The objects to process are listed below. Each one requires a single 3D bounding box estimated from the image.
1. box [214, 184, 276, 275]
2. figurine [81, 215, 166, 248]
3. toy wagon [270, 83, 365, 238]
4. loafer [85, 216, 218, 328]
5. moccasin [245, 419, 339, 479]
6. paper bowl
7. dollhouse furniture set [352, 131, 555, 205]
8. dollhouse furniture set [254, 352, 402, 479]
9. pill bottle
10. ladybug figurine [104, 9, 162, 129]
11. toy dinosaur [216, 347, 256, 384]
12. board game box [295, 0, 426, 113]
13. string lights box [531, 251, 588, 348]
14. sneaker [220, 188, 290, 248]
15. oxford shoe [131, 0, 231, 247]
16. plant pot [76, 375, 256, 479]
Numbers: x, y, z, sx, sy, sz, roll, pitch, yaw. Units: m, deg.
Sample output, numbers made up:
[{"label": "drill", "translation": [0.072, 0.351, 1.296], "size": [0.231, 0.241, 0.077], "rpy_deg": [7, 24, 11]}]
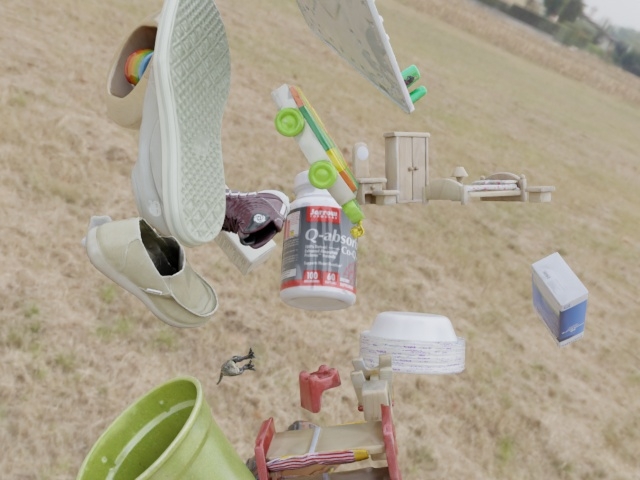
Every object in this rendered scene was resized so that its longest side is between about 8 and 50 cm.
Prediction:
[{"label": "box", "translation": [-0.309, -0.044, 2.375], "size": [0.121, 0.148, 0.311], "rpy_deg": [-37, 83, -27]}, {"label": "figurine", "translation": [-0.459, -0.012, 1.687], "size": [0.215, 0.092, 0.209], "rpy_deg": [-1, -2, -2]}, {"label": "toy wagon", "translation": [0.010, -0.164, 1.415], "size": [0.344, 0.068, 0.267], "rpy_deg": [57, 10, -5]}, {"label": "loafer", "translation": [-0.237, 0.053, 1.044], "size": [0.268, 0.092, 0.101], "rpy_deg": [42, 29, -48]}, {"label": "moccasin", "translation": [-0.073, 0.496, 1.421], "size": [0.147, 0.380, 0.139], "rpy_deg": [27, 37, -15]}, {"label": "paper bowl", "translation": [0.247, 0.271, 1.830], "size": [0.285, 0.148, 0.284], "rpy_deg": [4, -3, 0]}, {"label": "dollhouse furniture set", "translation": [0.283, -0.168, 1.527], "size": [0.303, 0.173, 0.356], "rpy_deg": [-5, 6, -33]}, {"label": "dollhouse furniture set", "translation": [0.029, 0.321, 1.117], "size": [0.201, 0.152, 0.374], "rpy_deg": [-8, 7, 6]}, {"label": "pill bottle", "translation": [0.000, 0.000, 1.889], "size": [0.210, 0.210, 0.362], "rpy_deg": [12, 70, -28]}, {"label": "ladybug figurine", "translation": [-0.376, -0.391, 1.621], "size": [0.162, 0.305, 0.449], "rpy_deg": [25, 5, -35]}, {"label": "toy dinosaur", "translation": [-0.255, 0.383, 2.054], "size": [0.118, 0.268, 0.064], "rpy_deg": [-22, 77, -20]}, {"label": "board game box", "translation": [0.016, -0.447, 1.158], "size": [0.390, 0.050, 0.390], "rpy_deg": [51, -3, 41]}, {"label": "string lights box", "translation": [0.604, 0.158, 1.728], "size": [0.133, 0.077, 0.259], "rpy_deg": [63, 0, 36]}, {"label": "sneaker", "translation": [-0.220, -0.047, 1.695], "size": [0.282, 0.106, 0.162], "rpy_deg": [-6, 41, 10]}, {"label": "oxford shoe", "translation": [-0.239, -0.211, 1.130], "size": [0.130, 0.449, 0.169], "rpy_deg": [-3, -6, 34]}, {"label": "plant pot", "translation": [-0.249, 0.433, 1.229], "size": [0.254, 0.276, 0.276], "rpy_deg": [53, 16, -20]}]
